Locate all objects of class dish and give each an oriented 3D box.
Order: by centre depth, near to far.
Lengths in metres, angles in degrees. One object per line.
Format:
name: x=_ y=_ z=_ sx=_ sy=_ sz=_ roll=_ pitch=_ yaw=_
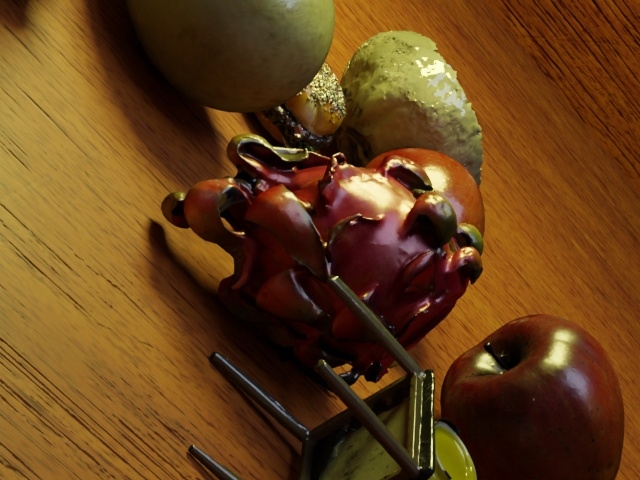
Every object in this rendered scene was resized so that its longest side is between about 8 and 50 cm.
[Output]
dish: x=0.119 y=0.250 z=1.798 sx=0.149 sy=0.080 sz=0.208 roll=52 pitch=22 yaw=-14

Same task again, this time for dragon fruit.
dragon fruit: x=0.012 y=0.009 z=1.685 sx=0.243 sy=0.227 sz=0.307 roll=36 pitch=12 yaw=35

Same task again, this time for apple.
apple: x=0.253 y=0.210 z=1.973 sx=0.234 sy=0.234 sz=0.234 roll=47 pitch=22 yaw=-26
apple: x=0.114 y=-0.022 z=2.058 sx=0.181 sy=0.181 sz=0.168 roll=50 pitch=34 yaw=-17

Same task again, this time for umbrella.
umbrella: x=-0.021 y=0.131 z=1.745 sx=0.022 sy=0.022 sz=0.149 roll=42 pitch=-1 yaw=41

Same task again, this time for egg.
egg: x=-0.113 y=-0.280 z=1.862 sx=0.295 sy=0.218 sz=0.218 roll=55 pitch=18 yaw=19

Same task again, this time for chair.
chair: x=0.034 y=0.199 z=1.547 sx=0.272 sy=0.166 sz=0.188 roll=49 pitch=21 yaw=-20

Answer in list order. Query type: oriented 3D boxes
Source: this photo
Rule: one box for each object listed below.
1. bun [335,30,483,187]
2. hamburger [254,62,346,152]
bun: x=0.100 y=-0.151 z=2.192 sx=0.259 sy=0.152 sz=0.259 roll=61 pitch=-13 yaw=24
hamburger: x=-0.030 y=-0.188 z=2.093 sx=0.164 sy=0.093 sz=0.189 roll=52 pitch=19 yaw=-11
